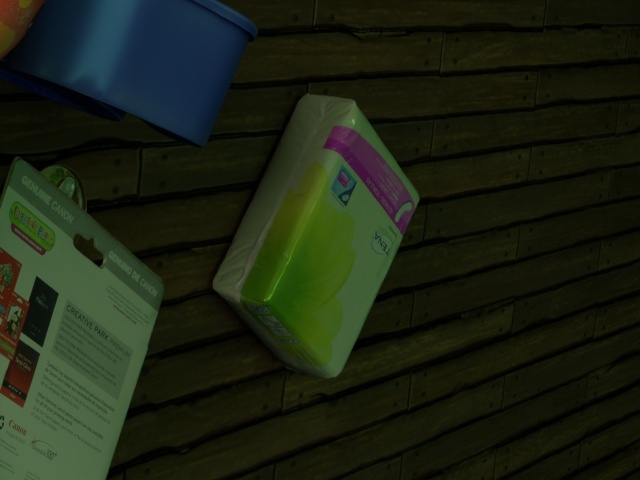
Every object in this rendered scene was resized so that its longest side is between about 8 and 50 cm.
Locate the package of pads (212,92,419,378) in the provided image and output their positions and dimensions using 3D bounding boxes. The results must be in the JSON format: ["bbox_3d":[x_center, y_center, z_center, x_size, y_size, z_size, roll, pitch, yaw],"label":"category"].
[{"bbox_3d":[0.000,0.000,2.191,0.297,0.101,0.229,-64,145,-20],"label":"package of pads"}]

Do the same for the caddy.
[{"bbox_3d":[-0.212,-0.218,1.650,0.341,0.241,0.179,22,87,-59],"label":"caddy"}]

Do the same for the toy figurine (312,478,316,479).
[{"bbox_3d":[-0.051,0.493,2.253,0.362,0.217,0.191,-113,179,-65],"label":"toy figurine"}]

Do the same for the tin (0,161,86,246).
[{"bbox_3d":[-0.304,0.005,1.766,0.190,0.040,0.106,-62,149,-24],"label":"tin"}]

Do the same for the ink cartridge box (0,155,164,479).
[{"bbox_3d":[-0.298,0.098,1.630,0.309,0.130,0.272,50,53,-57],"label":"ink cartridge box"}]

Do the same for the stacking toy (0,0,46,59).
[{"bbox_3d":[-0.333,-0.155,1.254,0.350,0.350,0.480,15,87,-59],"label":"stacking toy"}]
